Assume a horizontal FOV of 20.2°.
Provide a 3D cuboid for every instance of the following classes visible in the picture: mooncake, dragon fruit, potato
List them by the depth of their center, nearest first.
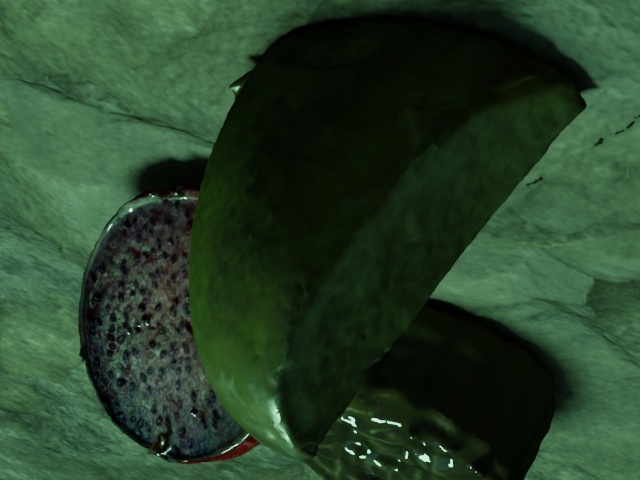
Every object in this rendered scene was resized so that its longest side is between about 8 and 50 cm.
[{"bbox_3d":[0.000,0.000,1.103,0.269,0.255,0.112,-6,145,44],"label":"potato"},{"bbox_3d":[-0.064,0.059,1.393,0.148,0.223,0.218,-1,-141,-51],"label":"dragon fruit"},{"bbox_3d":[0.075,0.148,1.496,0.228,0.124,0.228,18,154,9],"label":"mooncake"}]
